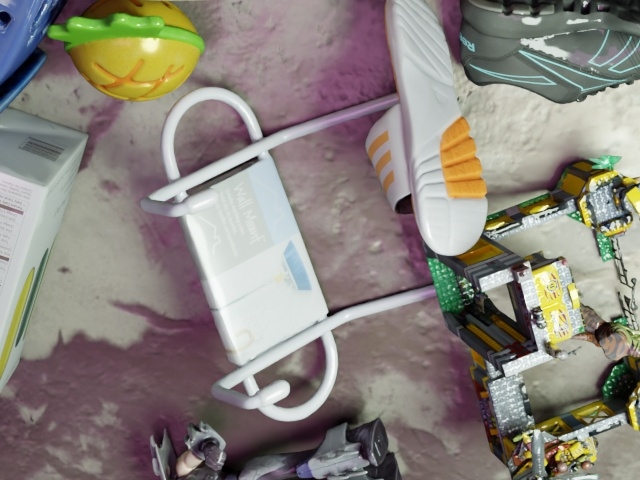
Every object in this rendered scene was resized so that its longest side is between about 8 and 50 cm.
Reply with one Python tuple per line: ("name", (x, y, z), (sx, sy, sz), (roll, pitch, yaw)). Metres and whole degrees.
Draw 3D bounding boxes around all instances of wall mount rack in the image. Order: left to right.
("wall mount rack", (0.000, 0.000, 1.462), (0.304, 0.130, 0.350), (-28, 109, -28))

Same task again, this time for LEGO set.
("LEGO set", (0.243, 0.096, 1.407), (0.255, 0.192, 0.331), (-12, 105, -12))

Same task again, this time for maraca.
("maraca", (-0.175, -0.181, 1.382), (0.127, 0.186, 0.099), (-7, 84, 10))

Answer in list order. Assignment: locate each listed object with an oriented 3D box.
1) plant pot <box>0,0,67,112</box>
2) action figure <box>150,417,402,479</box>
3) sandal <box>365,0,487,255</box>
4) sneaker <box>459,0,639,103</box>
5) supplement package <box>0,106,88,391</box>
("plant pot", (-0.343, -0.232, 1.351), (0.236, 0.236, 0.212), (20, 113, -4))
("action figure", (-0.063, 0.256, 1.555), (0.285, 0.099, 0.185), (-16, 118, 13))
("sandal", (0.085, -0.102, 1.397), (0.076, 0.102, 0.265), (-25, 64, 37))
("sneaker", (0.258, -0.185, 1.411), (0.267, 0.101, 0.106), (6, 130, 1))
("supplement package", (-0.366, 0.009, 1.440), (0.198, 0.199, 0.262), (19, 108, -3))
